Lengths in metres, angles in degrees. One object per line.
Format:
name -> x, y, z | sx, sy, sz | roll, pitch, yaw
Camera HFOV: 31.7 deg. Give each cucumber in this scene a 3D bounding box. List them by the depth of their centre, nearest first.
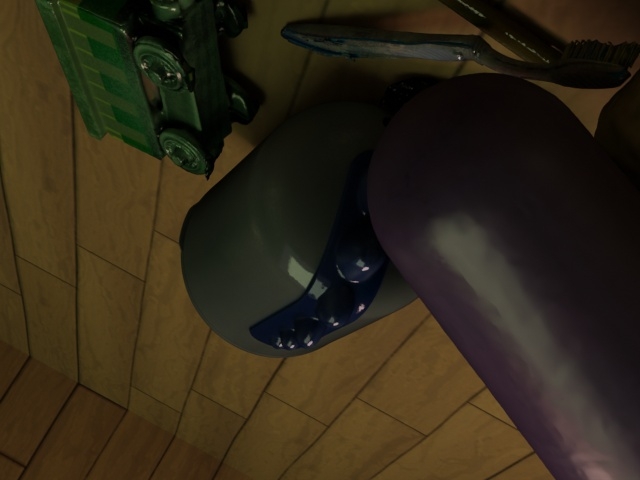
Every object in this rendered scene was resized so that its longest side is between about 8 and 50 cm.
cucumber -> 0.139, -0.122, 1.100 | 0.182, 0.053, 0.053 | 18, 153, 25

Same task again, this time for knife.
knife -> 0.073, -0.231, 0.985 | 0.343, 0.027, 0.061 | 33, 160, -8

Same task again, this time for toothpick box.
toothpick box -> 0.000, 0.000, 1.218 | 0.263, 0.263, 0.355 | 34, 156, -10

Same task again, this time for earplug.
earplug -> 0.208, 0.065, 0.881 | 0.456, 0.215, 0.215 | 48, 150, -19

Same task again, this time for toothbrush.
toothbrush -> 0.100, -0.172, 1.014 | 0.413, 0.042, 0.035 | 15, 160, 45

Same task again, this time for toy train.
toy train -> -0.181, -0.193, 1.225 | 0.202, 0.120, 0.301 | 26, 156, 16

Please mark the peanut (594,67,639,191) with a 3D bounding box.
peanut -> 0.354, -0.093, 0.818 | 0.313, 0.152, 0.152 | 7, 148, 41
